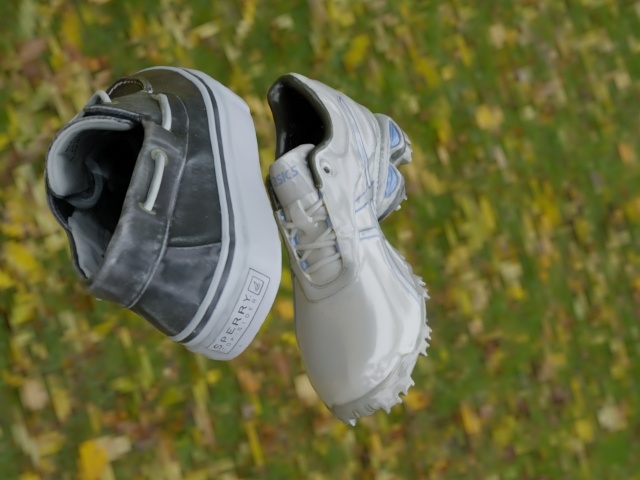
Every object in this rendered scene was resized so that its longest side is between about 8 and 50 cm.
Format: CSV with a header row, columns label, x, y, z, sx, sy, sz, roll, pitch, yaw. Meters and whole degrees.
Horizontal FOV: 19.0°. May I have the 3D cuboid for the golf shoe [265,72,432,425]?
label,x,y,z,sx,sy,sz,roll,pitch,yaw
golf shoe,0.000,0.000,0.875,0.086,0.069,0.176,39,33,-41

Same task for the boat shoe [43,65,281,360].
label,x,y,z,sx,sy,sz,roll,pitch,yaw
boat shoe,-0.111,-0.045,1.196,0.119,0.121,0.335,27,12,-24
